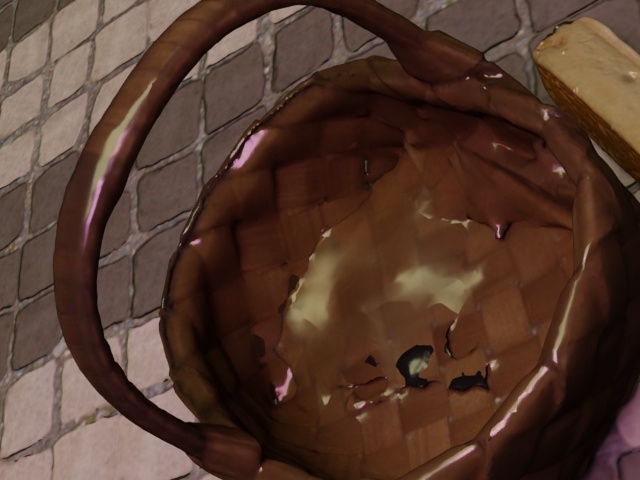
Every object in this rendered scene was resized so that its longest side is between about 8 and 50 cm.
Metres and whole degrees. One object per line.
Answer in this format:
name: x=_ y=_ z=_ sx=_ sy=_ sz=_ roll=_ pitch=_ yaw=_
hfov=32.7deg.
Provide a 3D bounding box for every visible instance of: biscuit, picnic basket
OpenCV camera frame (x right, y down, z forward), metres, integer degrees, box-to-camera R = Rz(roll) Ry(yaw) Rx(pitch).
biscuit: x=0.202 y=-0.080 z=0.691 sx=0.056 sy=0.052 sz=0.188 roll=-32 pitch=45 yaw=1
picnic basket: x=0.000 y=0.000 z=0.628 sx=0.337 sy=0.337 sz=0.293 roll=22 pitch=81 yaw=47
